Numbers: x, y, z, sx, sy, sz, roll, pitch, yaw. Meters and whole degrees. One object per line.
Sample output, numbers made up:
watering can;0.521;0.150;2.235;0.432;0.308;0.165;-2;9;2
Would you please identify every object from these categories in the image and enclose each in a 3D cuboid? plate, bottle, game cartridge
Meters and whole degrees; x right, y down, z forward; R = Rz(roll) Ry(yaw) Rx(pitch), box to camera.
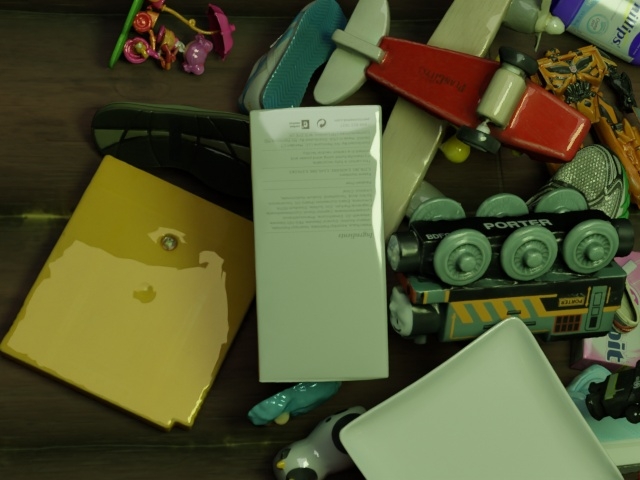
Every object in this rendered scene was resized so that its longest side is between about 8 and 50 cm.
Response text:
plate;0.206;0.279;1.618;0.278;0.045;0.277;-33;94;-4
bottle;0.504;-0.336;2.001;0.283;0.092;0.118;27;106;-4
game cartridge;-0.246;0.076;1.777;0.285;0.052;0.323;25;71;1

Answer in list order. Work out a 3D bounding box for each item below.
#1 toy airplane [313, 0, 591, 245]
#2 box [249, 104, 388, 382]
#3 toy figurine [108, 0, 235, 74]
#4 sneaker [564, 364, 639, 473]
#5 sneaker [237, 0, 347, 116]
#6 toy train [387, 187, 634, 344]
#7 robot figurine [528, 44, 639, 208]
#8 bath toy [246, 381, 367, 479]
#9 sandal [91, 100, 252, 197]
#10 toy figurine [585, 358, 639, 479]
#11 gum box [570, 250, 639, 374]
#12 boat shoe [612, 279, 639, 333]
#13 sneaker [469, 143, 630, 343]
toy airplane;0.189;-0.211;1.852;0.386;0.272;0.384;-26;61;27
box;0.000;0.000;1.679;0.168;0.215;0.345;-2;93;1
toy figurine;-0.211;-0.306;1.894;0.159;0.130;0.173;23;90;-10
sneaker;0.351;0.253;1.762;0.366;0.135;0.150;-2;69;-21
sneaker;-0.044;-0.275;1.899;0.087;0.092;0.228;48;64;-29
toy train;0.244;0.044;1.645;0.334;0.190;0.142;-4;28;-15
robot figurine;0.410;-0.174;1.942;0.211;0.085;0.291;-17;74;-12
bath toy;0.044;0.344;1.677;0.151;0.129;0.348;-40;78;20
sandal;-0.178;-0.149;1.837;0.303;0.120;0.086;15;25;5
toy figurine;0.455;0.253;1.605;0.210;0.148;0.213;11;64;-50
gum box;0.430;0.099;1.859;0.107;0.062;0.188;10;69;-5
boat shoe;0.416;0.066;1.811;0.049;0.043;0.137;-16;71;-11
sneaker;0.312;0.001;1.784;0.134;0.146;0.343;28;77;39
